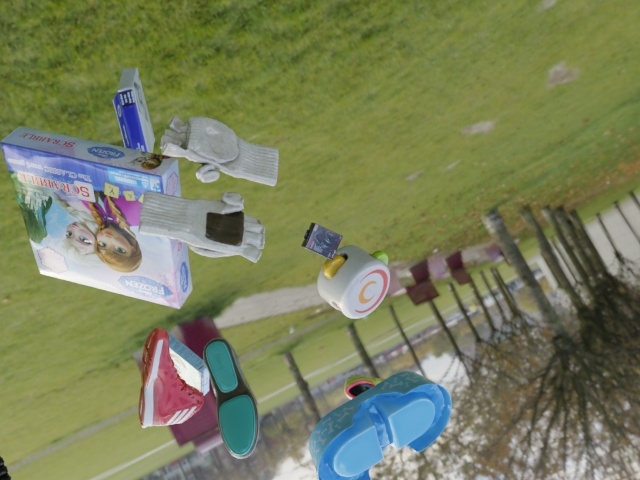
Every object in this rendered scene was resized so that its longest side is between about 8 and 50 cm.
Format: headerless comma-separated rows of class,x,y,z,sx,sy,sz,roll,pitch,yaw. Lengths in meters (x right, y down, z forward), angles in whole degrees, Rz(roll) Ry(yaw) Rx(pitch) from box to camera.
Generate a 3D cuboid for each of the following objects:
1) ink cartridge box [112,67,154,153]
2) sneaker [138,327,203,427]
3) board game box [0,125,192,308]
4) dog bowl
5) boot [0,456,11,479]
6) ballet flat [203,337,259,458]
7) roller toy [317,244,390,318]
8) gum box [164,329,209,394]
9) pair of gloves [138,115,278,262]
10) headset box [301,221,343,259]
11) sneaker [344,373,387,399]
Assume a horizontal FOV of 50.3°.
ink cartridge box,-0.482,-0.311,1.780,0.045,0.224,0.224,-8,125,-3
sneaker,-0.306,0.284,1.423,0.128,0.087,0.221,4,111,-24
board game box,-0.410,-0.037,1.282,0.066,0.318,0.318,-64,162,-48
dog bowl,0.109,0.357,1.297,0.297,0.074,0.166,-27,124,-17
boot,-0.627,0.332,1.005,0.260,0.348,0.131,-31,172,-15
ballet flat,-0.149,0.272,1.188,0.072,0.213,0.068,-19,158,0
roller toy,0.091,0.117,1.984,0.209,0.146,0.191,-17,126,-39
gum box,-0.419,0.379,2.083,0.041,0.184,0.157,-41,156,-36
pair of gloves,-0.169,-0.090,1.094,0.204,0.240,0.042,20,149,-18
headset box,0.000,0.000,1.561,0.062,0.083,0.032,-66,-158,-3
sneaker,0.151,0.363,1.606,0.208,0.082,0.094,0,175,15
